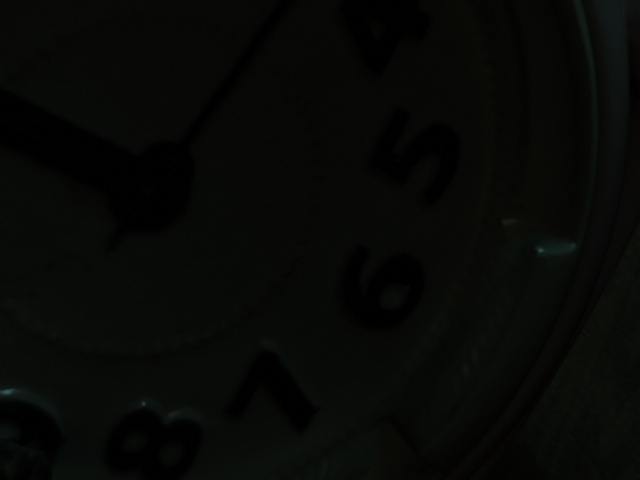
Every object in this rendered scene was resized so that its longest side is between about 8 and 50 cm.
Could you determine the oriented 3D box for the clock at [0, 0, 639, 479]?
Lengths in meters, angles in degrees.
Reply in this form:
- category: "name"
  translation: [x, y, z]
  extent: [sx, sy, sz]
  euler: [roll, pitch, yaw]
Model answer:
- category: "clock"
  translation: [-0.068, -0.034, 0.366]
  extent: [0.326, 0.342, 0.184]
  euler: [21, 8, -32]
